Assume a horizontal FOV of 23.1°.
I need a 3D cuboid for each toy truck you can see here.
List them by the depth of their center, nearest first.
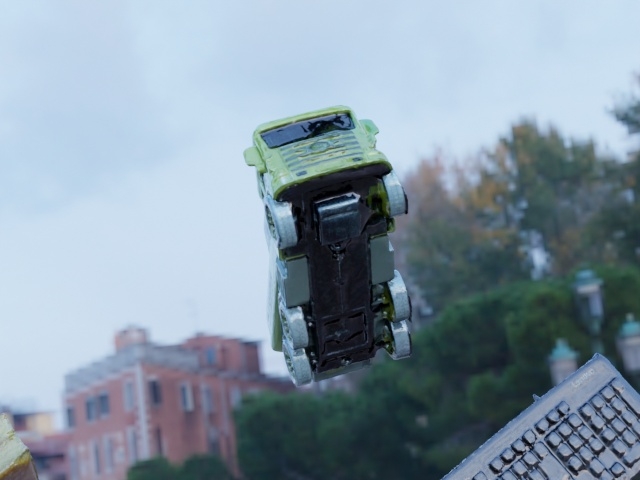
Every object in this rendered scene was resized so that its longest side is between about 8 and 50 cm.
[{"bbox_3d":[0.000,0.000,0.879,0.077,0.100,0.169,-16,-45,-10],"label":"toy truck"}]

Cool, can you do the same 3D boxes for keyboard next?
[{"bbox_3d":[0.128,0.167,1.020,0.250,0.087,0.017,-34,-14,-28],"label":"keyboard"}]

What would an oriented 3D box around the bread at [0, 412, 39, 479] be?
[{"bbox_3d":[-0.196,0.145,0.849,0.090,0.035,0.094,-36,-20,-20],"label":"bread"}]
